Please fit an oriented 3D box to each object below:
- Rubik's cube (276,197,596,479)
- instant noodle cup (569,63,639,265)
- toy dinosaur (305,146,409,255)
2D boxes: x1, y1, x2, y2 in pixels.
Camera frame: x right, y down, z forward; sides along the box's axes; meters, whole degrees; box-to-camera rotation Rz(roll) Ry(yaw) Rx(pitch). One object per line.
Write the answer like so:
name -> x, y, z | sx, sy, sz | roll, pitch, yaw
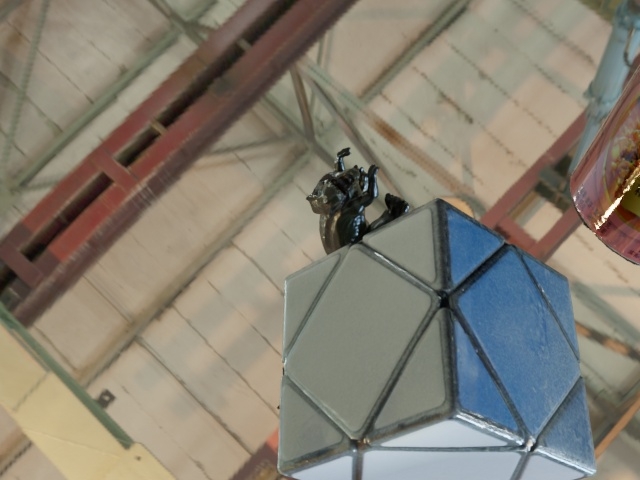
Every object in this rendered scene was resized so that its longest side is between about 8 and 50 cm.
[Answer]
Rubik's cube -> 0.101, 0.118, 0.920 | 0.207, 0.205, 0.205 | -26, -130, 38
instant noodle cup -> 0.393, -0.104, 1.035 | 0.244, 0.255, 0.244 | 16, -137, -16
toy dinosaur -> 0.000, 0.000, 1.011 | 0.179, 0.187, 0.087 | -47, -125, -6
